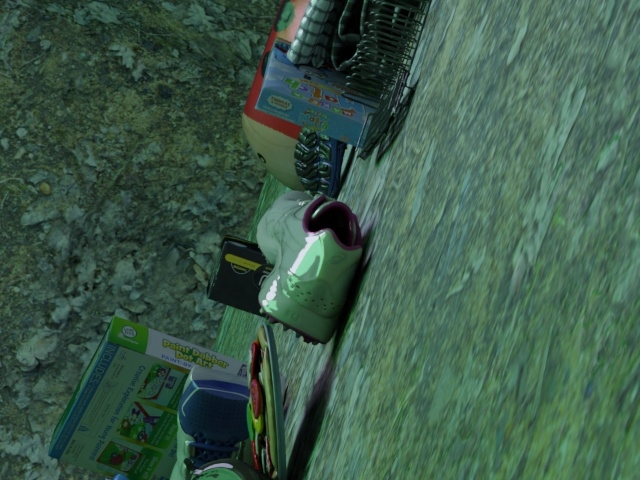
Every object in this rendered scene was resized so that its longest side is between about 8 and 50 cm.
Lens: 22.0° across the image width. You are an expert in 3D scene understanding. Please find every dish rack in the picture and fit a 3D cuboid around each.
[{"bbox_3d":[0.081,-0.236,1.986,0.208,0.074,0.272,125,163,-74],"label":"dish rack"}]

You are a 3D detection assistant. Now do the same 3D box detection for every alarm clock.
[{"bbox_3d":[-0.093,0.303,1.680,0.129,0.064,0.192,-39,50,11],"label":"alarm clock"}]

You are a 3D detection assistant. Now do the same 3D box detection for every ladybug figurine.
[{"bbox_3d":[-0.005,-0.302,2.621,0.305,0.162,0.449,-98,27,-79],"label":"ladybug figurine"}]

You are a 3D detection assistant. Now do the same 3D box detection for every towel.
[{"bbox_3d":[0.068,-0.355,2.248,0.284,0.121,0.235,-65,-3,-71],"label":"towel"}]

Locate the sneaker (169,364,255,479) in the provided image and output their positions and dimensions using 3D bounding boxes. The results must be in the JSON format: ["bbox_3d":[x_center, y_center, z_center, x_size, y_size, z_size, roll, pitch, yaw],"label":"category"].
[{"bbox_3d":[-0.140,0.328,2.104,0.182,0.127,0.315,-84,6,-51],"label":"sneaker"}]

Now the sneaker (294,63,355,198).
[{"bbox_3d":[0.023,-0.162,2.360,0.083,0.087,0.221,20,106,49],"label":"sneaker"}]

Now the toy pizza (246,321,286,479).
[{"bbox_3d":[-0.062,0.189,1.791,0.201,0.032,0.201,176,90,-85],"label":"toy pizza"}]

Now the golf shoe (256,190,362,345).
[{"bbox_3d":[0.000,0.000,1.900,0.140,0.115,0.306,-59,17,21],"label":"golf shoe"}]

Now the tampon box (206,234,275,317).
[{"bbox_3d":[-0.118,0.059,2.734,0.161,0.120,0.101,-132,60,-84],"label":"tampon box"}]

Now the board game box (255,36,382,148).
[{"bbox_3d":[0.001,-0.198,2.198,0.211,0.160,0.039,-83,14,-64],"label":"board game box"}]

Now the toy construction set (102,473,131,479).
[{"bbox_3d":[-0.178,0.366,1.873,0.151,0.215,0.328,-52,-5,-40],"label":"toy construction set"}]

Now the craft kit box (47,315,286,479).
[{"bbox_3d":[-0.206,0.234,2.188,0.061,0.246,0.250,-81,18,-50],"label":"craft kit box"}]
